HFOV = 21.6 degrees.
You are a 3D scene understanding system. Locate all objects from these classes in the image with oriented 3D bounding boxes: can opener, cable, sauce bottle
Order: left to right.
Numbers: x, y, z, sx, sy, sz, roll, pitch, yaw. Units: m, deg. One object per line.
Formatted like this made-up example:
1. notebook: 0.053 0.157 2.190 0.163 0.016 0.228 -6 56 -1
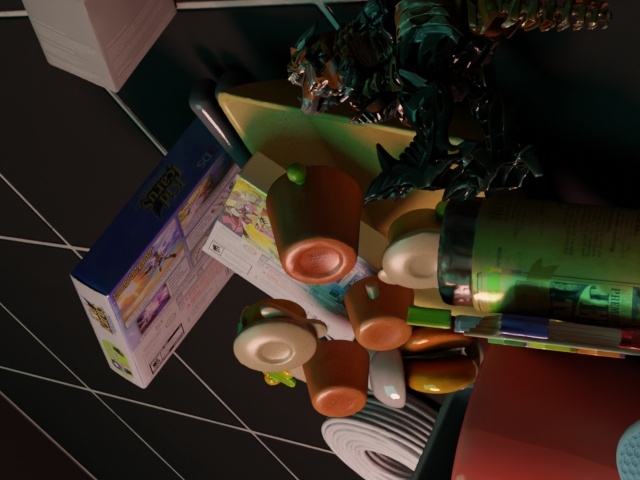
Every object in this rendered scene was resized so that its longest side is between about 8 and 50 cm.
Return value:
1. can opener: -0.051 -0.071 1.891 0.074 0.093 0.280 -14 128 30
2. cable: 0.123 0.304 2.405 0.257 0.089 0.257 44 156 -23
3. sauce bottle: 0.280 0.025 1.514 0.344 0.111 0.111 6 149 17

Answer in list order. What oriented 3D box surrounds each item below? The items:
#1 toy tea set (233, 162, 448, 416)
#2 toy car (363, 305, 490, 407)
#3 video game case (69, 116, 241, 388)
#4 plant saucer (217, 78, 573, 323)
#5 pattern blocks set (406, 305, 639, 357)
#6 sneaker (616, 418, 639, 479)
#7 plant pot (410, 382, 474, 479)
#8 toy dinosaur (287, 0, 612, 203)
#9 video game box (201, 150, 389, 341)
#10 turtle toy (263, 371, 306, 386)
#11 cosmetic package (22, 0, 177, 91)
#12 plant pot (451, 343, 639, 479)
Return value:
1. toy tea set: 0.013 0.043 1.730 0.200 0.124 0.336 10 137 -17
2. toy car: 0.127 0.115 1.970 0.182 0.159 0.136 -143 46 -80
3. video game case: -0.171 0.009 1.976 0.061 0.269 0.244 29 157 19
4. plant saucer: 0.096 -0.048 1.749 0.333 0.081 0.333 14 150 38
5. pattern blocks set: 0.221 0.089 1.553 0.285 0.026 0.325 7 177 9
6. sneaker: 0.448 0.153 1.599 0.319 0.208 0.127 -37 71 50
7. plant pot: 0.279 0.355 2.113 0.248 0.247 0.252 10 159 45
8. toy dinosaur: 0.096 -0.148 1.442 0.164 0.218 0.322 -5 173 -27
9. video game box: -0.019 0.013 1.836 0.205 0.048 0.187 34 152 0
10. turtle toy: -0.054 0.166 2.398 0.130 0.066 0.095 37 157 -8
11. cosmetic package: -0.233 -0.274 1.685 0.107 0.127 0.238 24 154 22
12. plant pot: 0.296 0.238 1.840 0.243 0.275 0.275 14 152 18
